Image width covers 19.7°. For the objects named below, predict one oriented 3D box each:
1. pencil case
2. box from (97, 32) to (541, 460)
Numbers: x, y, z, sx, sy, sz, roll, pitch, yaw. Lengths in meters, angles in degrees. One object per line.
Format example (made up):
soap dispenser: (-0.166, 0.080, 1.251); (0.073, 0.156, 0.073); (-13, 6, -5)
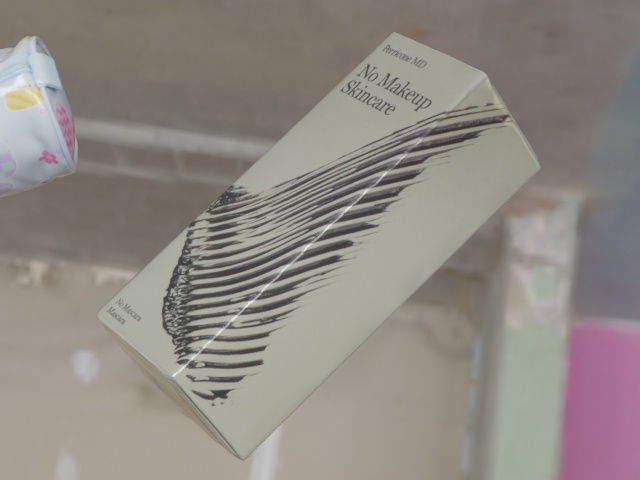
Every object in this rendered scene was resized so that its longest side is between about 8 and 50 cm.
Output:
pencil case: (-0.326, -0.074, 1.440); (0.273, 0.113, 0.124); (-15, 138, 0)
box: (0.000, 0.000, 1.171); (0.113, 0.275, 0.094); (31, 162, 50)
